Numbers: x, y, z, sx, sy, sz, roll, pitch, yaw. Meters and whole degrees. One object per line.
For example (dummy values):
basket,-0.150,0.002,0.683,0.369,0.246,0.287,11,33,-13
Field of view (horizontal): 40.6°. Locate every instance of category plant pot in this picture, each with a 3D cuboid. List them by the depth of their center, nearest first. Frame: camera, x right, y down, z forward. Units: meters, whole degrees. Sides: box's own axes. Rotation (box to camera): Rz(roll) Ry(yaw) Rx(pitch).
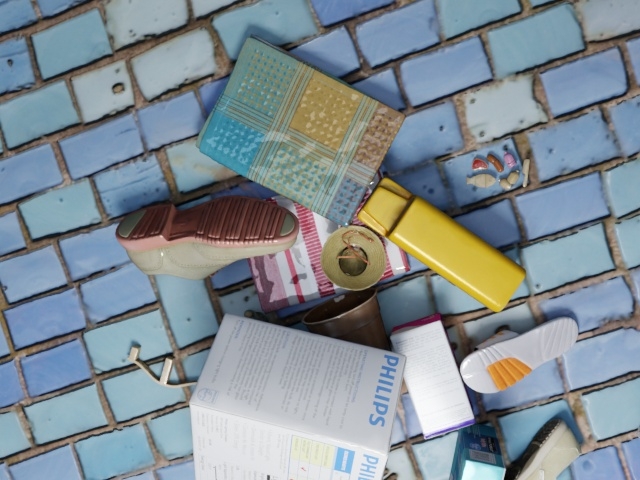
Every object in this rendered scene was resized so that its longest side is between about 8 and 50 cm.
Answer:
plant pot,0.068,0.205,1.774,0.167,0.167,0.165,-21,100,9

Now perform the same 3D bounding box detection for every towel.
towel,-0.045,-0.225,1.788,0.370,0.040,0.271,28,93,7
towel,0.000,0.000,1.821,0.328,0.037,0.237,-16,93,9

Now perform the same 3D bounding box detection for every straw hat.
straw hat,0.066,0.047,1.770,0.144,0.061,0.145,1,64,-3

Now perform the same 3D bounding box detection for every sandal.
sandal,0.400,0.226,1.771,0.265,0.076,0.102,-21,107,-11

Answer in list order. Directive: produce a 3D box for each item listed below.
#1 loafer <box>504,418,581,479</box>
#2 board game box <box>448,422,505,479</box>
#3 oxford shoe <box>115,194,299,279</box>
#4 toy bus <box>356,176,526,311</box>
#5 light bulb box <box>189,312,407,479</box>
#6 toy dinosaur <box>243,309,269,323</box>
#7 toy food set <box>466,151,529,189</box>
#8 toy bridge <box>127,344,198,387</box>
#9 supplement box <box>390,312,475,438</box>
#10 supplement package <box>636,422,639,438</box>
loafer,0.434,0.489,1.759,0.092,0.102,0.268,38,92,4
board game box,0.288,0.559,1.716,0.079,0.254,0.336,11,96,7
oxford shoe,-0.222,0.003,1.805,0.396,0.140,0.147,0,133,20
toy bus,0.236,0.006,1.727,0.332,0.130,0.108,34,92,-3
light bulb box,-0.044,0.364,1.678,0.361,0.225,0.358,13,138,6
toy dinosaur,-0.080,0.264,1.843,0.268,0.064,0.118,39,92,0
toy food set,0.362,-0.144,1.768,0.122,0.019,0.078,8,95,15
toy bridge,-0.336,0.285,1.896,0.188,0.026,0.063,17,98,7
supplement box,0.229,0.273,1.773,0.113,0.111,0.220,-20,92,9
supplement package,0.742,0.290,1.626,0.204,0.145,0.262,13,97,8
